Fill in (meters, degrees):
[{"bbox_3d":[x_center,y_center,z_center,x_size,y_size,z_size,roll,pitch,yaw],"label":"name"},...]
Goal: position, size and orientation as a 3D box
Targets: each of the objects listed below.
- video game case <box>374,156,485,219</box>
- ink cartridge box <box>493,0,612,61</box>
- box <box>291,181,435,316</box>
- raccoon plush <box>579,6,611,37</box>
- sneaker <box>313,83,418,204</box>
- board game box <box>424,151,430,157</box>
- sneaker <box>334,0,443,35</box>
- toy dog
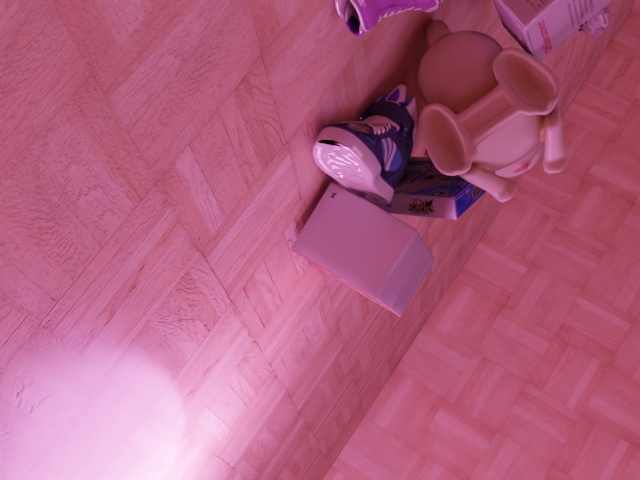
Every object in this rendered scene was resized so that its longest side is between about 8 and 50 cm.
[{"bbox_3d":[0.270,-0.135,1.975,0.269,0.244,0.061,-37,124,-49],"label":"video game case"},{"bbox_3d":[0.476,-0.500,1.536,0.289,0.121,0.211,-40,161,12],"label":"ink cartridge box"},{"bbox_3d":[0.106,0.031,1.807,0.168,0.215,0.345,-59,161,-3],"label":"box"},{"bbox_3d":[0.604,-0.617,1.827,0.299,0.446,0.216,-40,137,5],"label":"raccoon plush"},{"bbox_3d":[0.102,-0.228,1.625,0.323,0.130,0.236,41,65,-62],"label":"sneaker"},{"bbox_3d":[0.337,-0.217,2.342,0.124,0.039,0.259,-52,163,-23],"label":"board game box"},{"bbox_3d":[0.107,-0.413,1.377,0.282,0.102,0.161,12,111,-59],"label":"sneaker"},{"bbox_3d":[0.364,-0.267,1.799,0.284,0.395,0.408,-44,153,11],"label":"toy dog"}]
